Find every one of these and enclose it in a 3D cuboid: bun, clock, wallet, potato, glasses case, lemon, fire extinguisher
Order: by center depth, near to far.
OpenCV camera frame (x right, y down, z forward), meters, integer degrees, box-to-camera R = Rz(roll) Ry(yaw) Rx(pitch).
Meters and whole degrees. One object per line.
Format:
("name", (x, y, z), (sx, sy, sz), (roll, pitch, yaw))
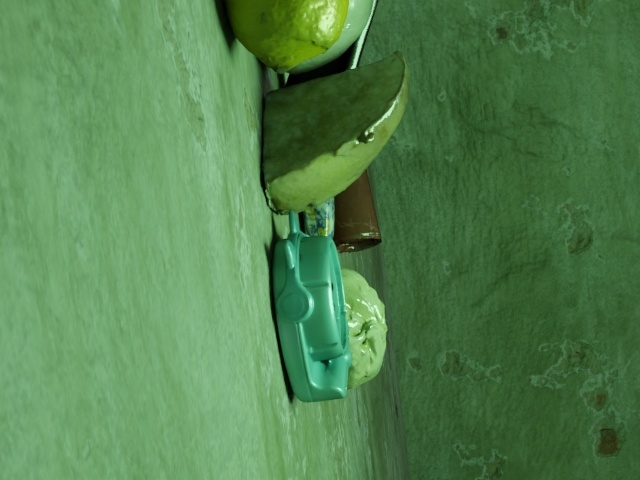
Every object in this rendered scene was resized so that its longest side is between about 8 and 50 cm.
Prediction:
("lemon", (-0.045, -0.339, 1.457), (0.181, 0.180, 0.193), (74, 29, -53))
("clock", (-0.012, 0.096, 1.649), (0.224, 0.094, 0.274), (-85, 168, -61))
("potato", (0.043, -0.143, 1.680), (0.189, 0.264, 0.211), (60, 17, -49))
("wallet", (0.031, -0.385, 1.845), (0.172, 0.045, 0.318), (29, -77, 52))
("bun", (0.050, 0.152, 1.905), (0.229, 0.145, 0.230), (-8, 90, -79))
("glasses case", (-0.010, -0.112, 1.948), (0.087, 0.065, 0.248), (31, 52, -83))
("fire extinguisher", (0.036, -0.140, 2.181), (0.147, 0.106, 0.337), (134, -52, -65))

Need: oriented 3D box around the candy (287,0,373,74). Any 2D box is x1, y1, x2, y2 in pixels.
("candy", (-0.003, -0.393, 1.678), (0.295, 0.185, 0.296), (15, 90, -81))
